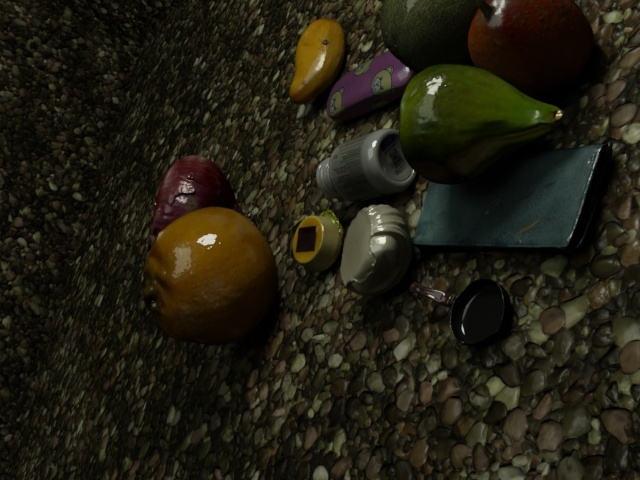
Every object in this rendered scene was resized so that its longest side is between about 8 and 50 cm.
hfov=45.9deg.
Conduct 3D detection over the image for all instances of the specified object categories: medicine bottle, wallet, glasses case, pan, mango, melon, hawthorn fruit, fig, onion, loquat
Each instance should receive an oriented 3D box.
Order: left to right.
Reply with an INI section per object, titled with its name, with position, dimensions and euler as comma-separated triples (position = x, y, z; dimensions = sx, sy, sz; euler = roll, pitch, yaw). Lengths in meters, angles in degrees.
[onion]
position = -0.310, -0.051, 2.027
dimensions = 0.347, 0.286, 0.347
euler = 6, -90, -85
[loquat]
position = -0.255, 0.083, 1.752
dimensions = 0.328, 0.328, 0.328
euler = -36, 39, 36
[mango]
position = -0.006, -0.481, 2.045
dimensions = 0.157, 0.109, 0.262
euler = 1, 71, 46
[medicine bottle]
position = 0.090, -0.151, 1.602
dimensions = 0.215, 0.135, 0.135
euler = -13, 55, 52
[glasses case]
position = 0.125, -0.370, 1.785
dimensions = 0.316, 0.076, 0.123
euler = -15, 53, 50
[melon]
position = 0.258, -0.487, 1.535
dimensions = 0.301, 0.237, 0.237
euler = -56, 31, 8
[pan]
position = 0.232, 0.110, 1.270
dimensions = 0.212, 0.040, 0.114
euler = 18, 81, 52
[fig]
position = 0.274, -0.199, 1.266
dimensions = 0.275, 0.206, 0.206
euler = -2, 62, 33
[wallet]
position = 0.310, -0.067, 1.295
dimensions = 0.379, 0.046, 0.190
euler = 2, 68, 57
[hawthorn fruit]
position = 0.341, -0.349, 1.286
dimensions = 0.199, 0.251, 0.199
euler = -18, 63, 39

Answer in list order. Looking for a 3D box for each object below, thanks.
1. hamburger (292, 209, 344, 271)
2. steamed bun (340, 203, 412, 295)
[hamburger]
position = 0.000, 0.000, 1.667
dimensions = 0.127, 0.082, 0.141
euler = -28, 56, 45
[steamed bun]
position = 0.113, 0.019, 1.446
dimensions = 0.183, 0.106, 0.182
euler = -164, 90, -73
